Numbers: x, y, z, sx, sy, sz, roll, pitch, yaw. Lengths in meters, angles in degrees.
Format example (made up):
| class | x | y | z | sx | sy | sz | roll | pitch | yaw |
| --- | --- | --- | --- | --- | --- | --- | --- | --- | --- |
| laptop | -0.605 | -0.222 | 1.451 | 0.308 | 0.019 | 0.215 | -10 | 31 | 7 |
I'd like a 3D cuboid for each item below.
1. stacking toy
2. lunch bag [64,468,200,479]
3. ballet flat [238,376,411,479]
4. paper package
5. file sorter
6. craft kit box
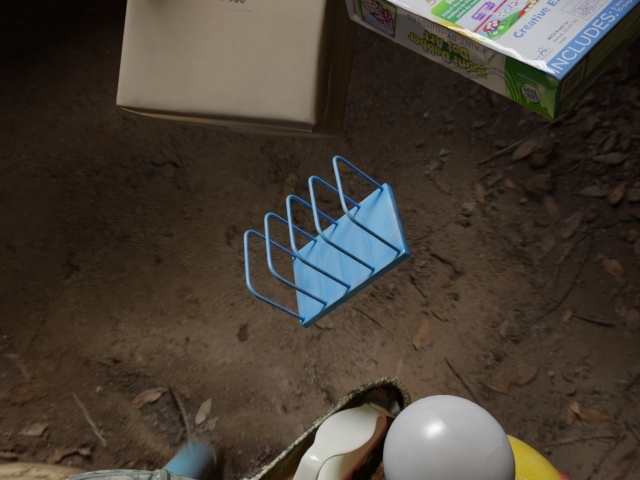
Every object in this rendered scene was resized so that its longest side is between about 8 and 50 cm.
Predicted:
| class | x | y | z | sx | sy | sz | roll | pitch | yaw |
| --- | --- | --- | --- | --- | --- | --- | --- | --- | --- |
| stacking toy | 0.169 | 0.325 | 0.697 | 0.350 | 0.350 | 0.480 | -30 | 132 | -1 |
| lunch bag | -0.318 | 0.461 | 0.926 | 0.256 | 0.212 | 0.305 | 25 | 128 | -23 |
| ballet flat | -0.036 | 0.334 | 0.836 | 0.164 | 0.182 | 0.483 | 36 | 48 | 19 |
| paper package | -0.114 | -0.319 | 0.991 | 0.324 | 0.168 | 0.309 | 9 | 93 | 17 |
| file sorter | 0.000 | 0.000 | 0.786 | 0.104 | 0.118 | 0.170 | 31 | 124 | -34 |
| craft kit box | 0.192 | -0.255 | 0.612 | 0.250 | 0.061 | 0.246 | -43 | 60 | -14 |
